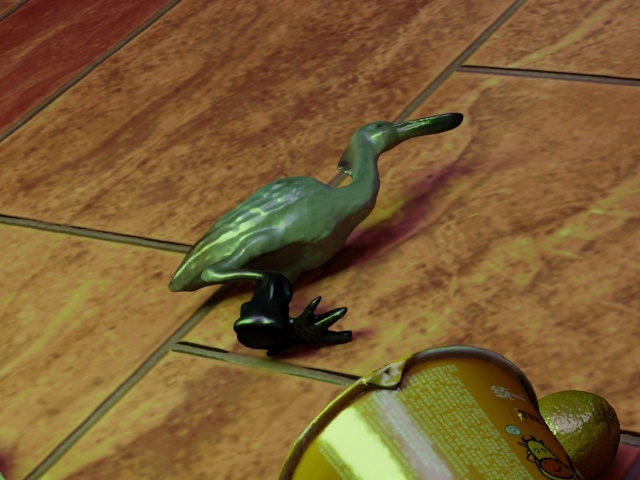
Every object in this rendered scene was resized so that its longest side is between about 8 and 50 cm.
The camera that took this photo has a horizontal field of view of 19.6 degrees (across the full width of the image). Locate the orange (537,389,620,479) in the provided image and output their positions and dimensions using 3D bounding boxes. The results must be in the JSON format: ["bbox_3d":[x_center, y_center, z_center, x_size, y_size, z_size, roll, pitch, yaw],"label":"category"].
[{"bbox_3d":[0.185,0.150,1.385,0.085,0.085,0.085,-12,31,7],"label":"orange"}]

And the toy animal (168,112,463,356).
[{"bbox_3d":[-0.013,-0.013,1.734,0.195,0.090,0.324,10,48,27],"label":"toy animal"}]

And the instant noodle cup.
[{"bbox_3d":[0.097,0.203,1.230,0.215,0.216,0.172,-25,40,-14],"label":"instant noodle cup"}]

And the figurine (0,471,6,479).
[{"bbox_3d":[-0.384,0.250,1.497,0.250,0.167,0.141,-3,-15,-26],"label":"figurine"}]
